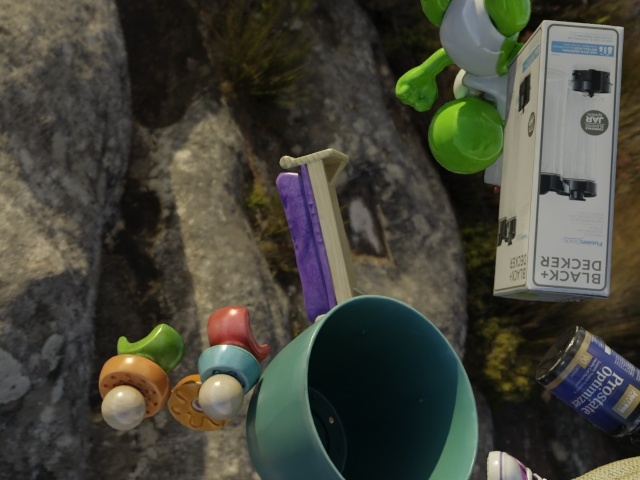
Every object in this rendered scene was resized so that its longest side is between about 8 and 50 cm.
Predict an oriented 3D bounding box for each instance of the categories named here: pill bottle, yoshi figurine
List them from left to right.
[{"bbox_3d":[0.204,-0.227,1.158,0.362,0.202,0.204,65,6,-46],"label":"yoshi figurine"},{"bbox_3d":[0.490,0.255,1.458,0.219,0.123,0.123,36,49,5],"label":"pill bottle"}]

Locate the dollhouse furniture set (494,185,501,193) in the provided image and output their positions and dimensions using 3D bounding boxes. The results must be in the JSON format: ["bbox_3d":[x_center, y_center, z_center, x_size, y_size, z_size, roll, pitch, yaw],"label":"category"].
[{"bbox_3d":[0.572,-0.099,2.252,0.152,0.201,0.374,-56,157,-29],"label":"dollhouse furniture set"}]

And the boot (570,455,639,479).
[{"bbox_3d":[0.247,0.179,0.389,0.261,0.203,0.095,11,98,-28],"label":"boot"}]

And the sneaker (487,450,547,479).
[{"bbox_3d":[0.374,0.416,1.369,0.282,0.161,0.102,53,32,-37],"label":"sneaker"}]

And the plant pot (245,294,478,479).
[{"bbox_3d":[0.032,0.251,1.189,0.292,0.235,0.293,18,57,-31],"label":"plant pot"}]

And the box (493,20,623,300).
[{"bbox_3d":[0.263,-0.078,0.961,0.087,0.169,0.290,5,85,-1],"label":"box"}]

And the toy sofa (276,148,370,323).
[{"bbox_3d":[0.000,0.000,1.807,0.150,0.177,0.363,2,75,-74],"label":"toy sofa"}]

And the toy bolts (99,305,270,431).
[{"bbox_3d":[-0.175,0.220,1.198,0.218,0.228,0.159,57,24,-26],"label":"toy bolts"}]

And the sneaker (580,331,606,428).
[{"bbox_3d":[0.585,0.322,1.875,0.109,0.130,0.286,17,30,0],"label":"sneaker"}]

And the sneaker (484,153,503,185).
[{"bbox_3d":[0.413,-0.201,1.604,0.108,0.169,0.293,-57,158,-34],"label":"sneaker"}]
